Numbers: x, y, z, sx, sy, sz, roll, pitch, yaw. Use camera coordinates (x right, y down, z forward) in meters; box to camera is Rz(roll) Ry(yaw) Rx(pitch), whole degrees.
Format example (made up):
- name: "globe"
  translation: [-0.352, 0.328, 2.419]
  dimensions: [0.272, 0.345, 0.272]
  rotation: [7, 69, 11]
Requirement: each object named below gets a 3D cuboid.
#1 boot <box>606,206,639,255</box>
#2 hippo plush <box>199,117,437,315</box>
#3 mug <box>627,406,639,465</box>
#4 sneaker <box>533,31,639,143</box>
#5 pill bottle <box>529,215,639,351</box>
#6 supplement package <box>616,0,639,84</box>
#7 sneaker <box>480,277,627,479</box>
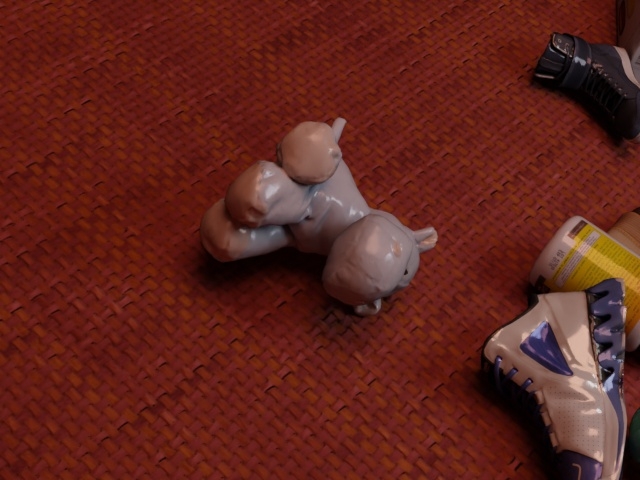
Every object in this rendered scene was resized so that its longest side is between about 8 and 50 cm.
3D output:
- name: "boot"
  translation: [0.540, 0.030, 1.857]
  dimensions: [0.207, 0.090, 0.248]
  rotation: [-27, 58, -32]
- name: "hippo plush"
  translation: [0.000, 0.000, 1.678]
  dimensions: [0.236, 0.234, 0.294]
  rotation: [49, 9, 3]
- name: "mug"
  translation: [0.437, 0.243, 1.616]
  dimensions: [0.158, 0.097, 0.129]
  rotation: [28, 42, -16]
- name: "sneaker"
  translation: [0.424, -0.243, 2.052]
  dimensions: [0.163, 0.086, 0.226]
  rotation: [13, 37, -21]
- name: "pill bottle"
  translation: [0.397, 0.069, 1.760]
  dimensions: [0.215, 0.117, 0.117]
  rotation: [36, 49, 15]
- name: "supplement package"
  translation: [0.584, -0.369, 2.188]
  dimensions: [0.134, 0.139, 0.244]
  rotation: [16, 46, -5]
- name: "sneaker"
  translation: [0.288, 0.194, 1.626]
  dimensions: [0.182, 0.127, 0.315]
  rotation: [0, 61, 13]
